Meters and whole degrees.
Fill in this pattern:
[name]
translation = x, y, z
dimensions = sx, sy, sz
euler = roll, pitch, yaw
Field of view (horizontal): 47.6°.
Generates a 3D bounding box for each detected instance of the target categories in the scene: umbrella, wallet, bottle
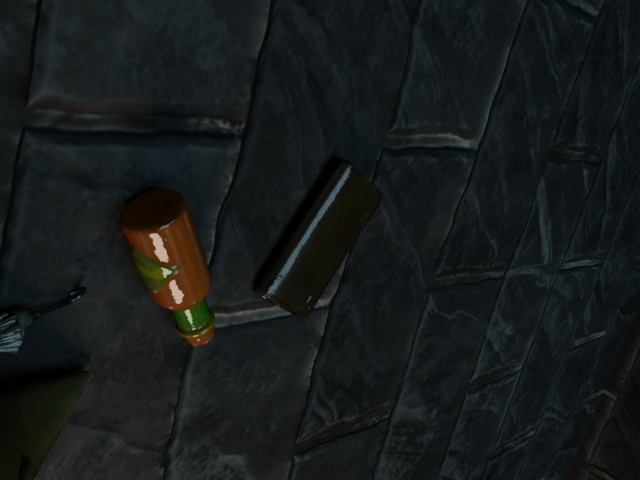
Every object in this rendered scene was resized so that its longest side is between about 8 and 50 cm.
[umbrella]
translation = -0.312, 0.097, 0.610
dimensions = 0.269, 0.044, 0.044
euler = -27, 170, -47
[wallet]
translation = 0.000, 0.000, 0.926
dimensions = 0.198, 0.031, 0.110
euler = -57, 143, -4
[bottle]
translation = -0.147, 0.037, 0.750
dimensions = 0.069, 0.069, 0.187
euler = -38, 136, -27

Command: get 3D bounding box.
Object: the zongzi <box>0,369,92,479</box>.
[zongzi]
translation = -0.288, 0.161, 0.563
dimensions = 0.300, 0.145, 0.274
euler = -43, 175, -34
